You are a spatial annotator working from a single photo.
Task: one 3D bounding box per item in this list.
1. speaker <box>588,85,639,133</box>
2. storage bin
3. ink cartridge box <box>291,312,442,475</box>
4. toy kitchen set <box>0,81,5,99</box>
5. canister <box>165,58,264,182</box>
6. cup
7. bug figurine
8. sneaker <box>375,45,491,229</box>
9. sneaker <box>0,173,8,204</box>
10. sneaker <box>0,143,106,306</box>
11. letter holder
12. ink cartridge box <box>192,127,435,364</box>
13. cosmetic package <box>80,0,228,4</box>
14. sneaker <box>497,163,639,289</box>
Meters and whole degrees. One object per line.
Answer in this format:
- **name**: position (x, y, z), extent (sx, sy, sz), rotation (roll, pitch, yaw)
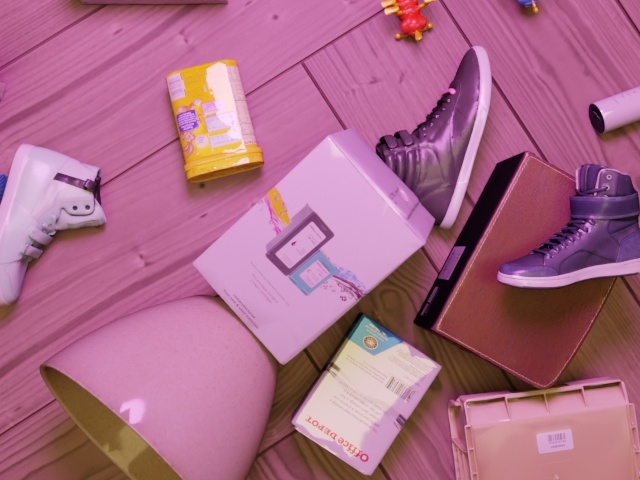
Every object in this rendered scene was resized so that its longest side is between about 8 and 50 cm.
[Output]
- **speaker**: position (0.508, -0.220, 1.315), extent (0.136, 0.055, 0.055), rotation (-20, 88, -3)
- **storage bin**: position (0.347, 0.354, 1.251), extent (0.263, 0.123, 0.260), rotation (-7, 87, -2)
- **ink cartridge box**: position (0.068, 0.236, 1.263), extent (0.148, 0.086, 0.203), rotation (35, 87, -1)
- **toy kitchen set**: position (-0.549, -0.265, 1.295), extent (0.068, 0.075, 0.083), rotation (3, 126, -37)
- **canister**: position (-0.169, -0.189, 1.281), extent (0.126, 0.073, 0.169), rotation (-14, 87, -3)
- **cup**: position (-0.197, 0.216, 1.166), extent (0.331, 0.331, 0.237), rotation (44, 63, 0)
- **bug figurine**: position (0.223, -0.442, 1.306), extent (0.279, 0.072, 0.216), rotation (-13, 82, 2)
- **sneaker**: position (0.171, -0.176, 1.274), extent (0.147, 0.104, 0.295), rotation (14, 91, -7)
- **sneaker**: position (-0.556, 0.000, 1.258), extent (0.092, 0.087, 0.228), rotation (11, 80, 5)
- **sneaker**: position (-0.419, -0.011, 1.254), extent (0.151, 0.094, 0.255), rotation (13, 88, -4)
- **letter holder**: position (0.317, 0.050, 1.251), extent (0.215, 0.152, 0.301), rotation (28, 87, -3)
- **ink cartridge box**: position (0.000, 0.000, 1.177), extent (0.270, 0.198, 0.197), rotation (-42, 90, 16)
- **cosmetic package**: position (-0.269, -0.416, 1.275), extent (0.239, 0.099, 0.060), rotation (-1, 85, -3)
- **sneaker**: position (0.345, -0.022, 1.129), extent (0.226, 0.086, 0.163), rotation (-9, 101, -15)
